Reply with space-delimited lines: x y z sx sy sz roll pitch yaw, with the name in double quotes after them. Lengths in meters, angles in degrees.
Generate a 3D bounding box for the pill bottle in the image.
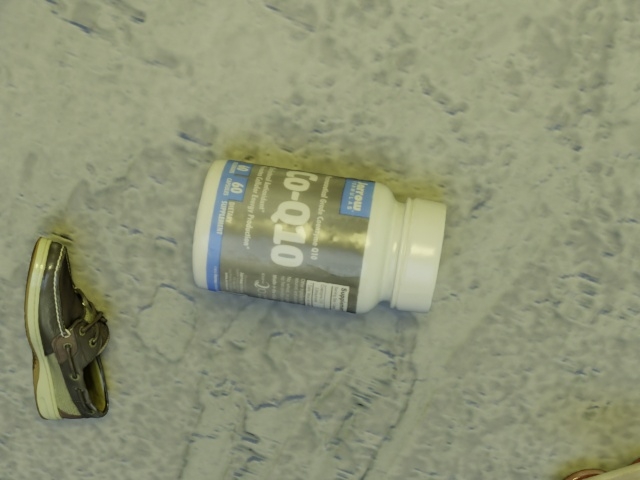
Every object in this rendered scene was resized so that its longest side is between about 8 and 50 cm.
0.000 0.000 0.716 0.137 0.078 0.078 8 125 3 "pill bottle"

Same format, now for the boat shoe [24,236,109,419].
-0.160 0.059 0.803 0.049 0.056 0.152 5 135 0 "boat shoe"

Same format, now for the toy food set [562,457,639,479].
0.209 0.203 0.838 0.128 0.071 0.217 -21 124 -6 "toy food set"
